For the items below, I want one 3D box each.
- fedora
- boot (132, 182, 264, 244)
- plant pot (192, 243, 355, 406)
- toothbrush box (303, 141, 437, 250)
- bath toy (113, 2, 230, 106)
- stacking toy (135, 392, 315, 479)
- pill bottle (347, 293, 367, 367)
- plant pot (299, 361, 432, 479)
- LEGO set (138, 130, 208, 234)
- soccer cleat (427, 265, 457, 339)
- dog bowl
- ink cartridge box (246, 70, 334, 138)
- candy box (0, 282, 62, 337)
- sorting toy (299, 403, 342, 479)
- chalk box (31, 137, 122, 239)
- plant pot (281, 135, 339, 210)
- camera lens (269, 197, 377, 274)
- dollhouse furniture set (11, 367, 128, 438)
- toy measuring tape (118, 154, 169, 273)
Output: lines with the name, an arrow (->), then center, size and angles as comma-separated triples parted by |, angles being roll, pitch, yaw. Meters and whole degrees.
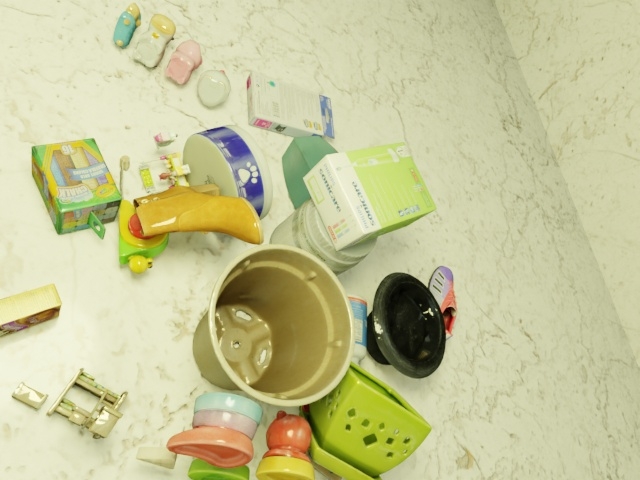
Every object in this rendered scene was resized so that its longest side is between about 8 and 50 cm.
fedora -> 0.232, 0.263, 1.333 | 0.334, 0.152, 0.334 | 23, 52, -32
boot -> -0.277, -0.041, 0.962 | 0.211, 0.104, 0.295 | -21, 37, -32
plant pot -> -0.141, 0.215, 1.011 | 0.334, 0.305, 0.333 | 14, 62, -28
toothbrush box -> 0.131, -0.119, 1.115 | 0.283, 0.122, 0.206 | -19, 80, -39
bath toy -> -0.419, -0.543, 1.306 | 0.348, 0.151, 0.129 | 33, 19, -18
stacking toy -> -0.183, 0.403, 0.903 | 0.309, 0.280, 0.130 | 47, 35, -36
pill bottle -> 0.070, 0.273, 1.244 | 0.124, 0.124, 0.221 | 19, 60, -26
plant pot -> 0.084, 0.430, 1.042 | 0.228, 0.227, 0.207 | 35, 85, -13
LEGO set -> -0.384, -0.130, 1.137 | 0.107, 0.132, 0.287 | -21, 87, -30
soccer cleat -> 0.431, 0.214, 1.519 | 0.109, 0.116, 0.318 | 36, 53, -15
dog bowl -> -0.246, -0.160, 1.145 | 0.104, 0.265, 0.265 | -26, 84, -37
ink cartridge box -> -0.099, -0.448, 1.511 | 0.311, 0.065, 0.185 | 7, 65, -29
candy box -> -0.613, 0.151, 0.851 | 0.187, 0.109, 0.053 | -20, 80, -38
sorting toy -> 0.040, 0.543, 1.146 | 0.274, 0.046, 0.132 | 42, 52, -11
chalk box -> -0.548, -0.102, 0.999 | 0.132, 0.132, 0.213 | -20, 80, -39
plant pot -> -0.013, -0.209, 1.397 | 0.166, 0.165, 0.234 | -13, 68, -37
camera lens -> 0.000, 0.000, 1.228 | 0.219, 0.274, 0.219 | 15, 61, -28
dollhouse furniture set -> -0.471, 0.291, 0.846 | 0.182, 0.161, 0.101 | 37, 53, -16
toy measuring tape -> -0.435, -0.068, 1.081 | 0.121, 0.121, 0.330 | 6, 56, -32
